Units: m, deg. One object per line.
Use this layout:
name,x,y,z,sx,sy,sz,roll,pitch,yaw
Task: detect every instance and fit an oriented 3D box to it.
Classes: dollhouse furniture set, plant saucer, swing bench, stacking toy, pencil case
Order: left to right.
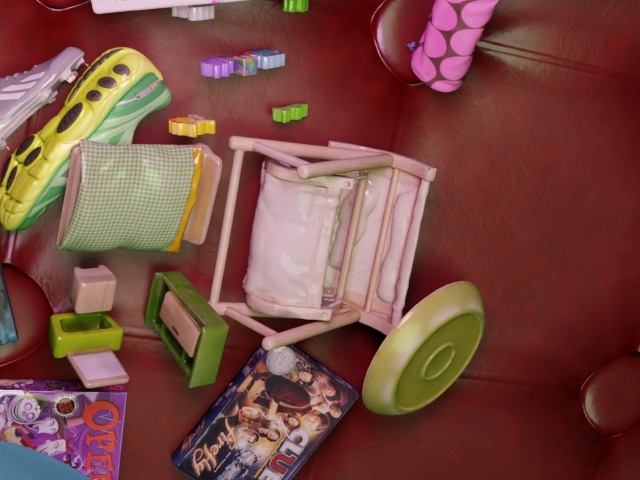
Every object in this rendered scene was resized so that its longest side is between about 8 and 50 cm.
dollhouse furniture set,-0.223,0.034,1.522,0.198,0.151,0.301,-4,124,-33
stacking toy,-0.103,-0.233,1.560,0.221,0.052,0.167,-15,117,-40
swing bench,0.000,0.000,1.624,0.255,0.165,0.253,-1,109,-42
plant saucer,0.161,0.167,1.729,0.241,0.037,0.241,-32,145,-26
pencil case,0.181,-0.294,1.568,0.095,0.209,0.098,32,58,5

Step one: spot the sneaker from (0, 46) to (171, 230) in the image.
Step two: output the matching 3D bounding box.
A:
sneaker,-0.304,-0.110,1.529,0.295,0.109,0.123,-44,131,12

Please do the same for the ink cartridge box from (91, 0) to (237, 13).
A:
ink cartridge box,-0.109,-0.391,1.401,0.354,0.119,0.207,-2,112,20

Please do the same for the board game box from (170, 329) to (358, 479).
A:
board game box,-0.081,0.274,1.761,0.165,0.042,0.243,36,95,-24

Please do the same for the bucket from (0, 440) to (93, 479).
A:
bucket,-0.389,0.399,1.547,0.281,0.281,0.183,28,92,-22

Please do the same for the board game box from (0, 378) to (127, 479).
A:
board game box,-0.397,0.365,1.697,0.208,0.056,0.346,2,107,-21

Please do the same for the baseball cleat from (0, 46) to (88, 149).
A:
baseball cleat,-0.397,-0.192,1.501,0.109,0.072,0.206,44,79,-4

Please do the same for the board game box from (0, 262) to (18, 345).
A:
board game box,-0.484,0.061,1.581,0.126,0.026,0.186,-12,111,-12
